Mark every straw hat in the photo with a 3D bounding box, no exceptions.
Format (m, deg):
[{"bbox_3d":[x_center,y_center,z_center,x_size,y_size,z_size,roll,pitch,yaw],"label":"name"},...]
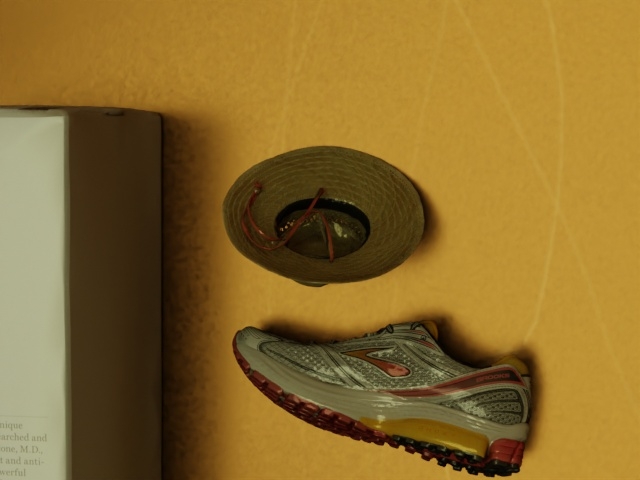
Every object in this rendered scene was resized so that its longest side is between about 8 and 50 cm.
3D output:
[{"bbox_3d":[0.000,0.000,1.422,0.144,0.144,0.061,18,138,11],"label":"straw hat"}]

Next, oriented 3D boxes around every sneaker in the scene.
[{"bbox_3d":[0.045,0.099,1.419,0.225,0.088,0.093,15,76,11],"label":"sneaker"}]

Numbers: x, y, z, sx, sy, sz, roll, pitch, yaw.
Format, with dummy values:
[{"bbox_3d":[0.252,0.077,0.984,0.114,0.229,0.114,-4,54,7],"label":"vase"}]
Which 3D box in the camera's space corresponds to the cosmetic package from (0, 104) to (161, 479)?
[{"bbox_3d":[-0.211,0.094,1.399,0.156,0.217,0.385,0,91,12],"label":"cosmetic package"}]
